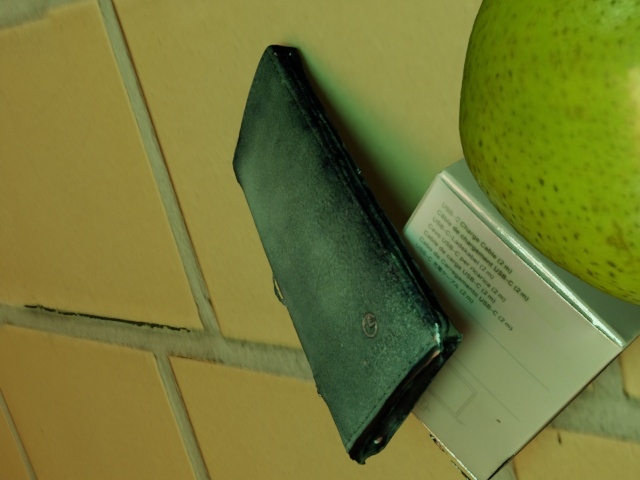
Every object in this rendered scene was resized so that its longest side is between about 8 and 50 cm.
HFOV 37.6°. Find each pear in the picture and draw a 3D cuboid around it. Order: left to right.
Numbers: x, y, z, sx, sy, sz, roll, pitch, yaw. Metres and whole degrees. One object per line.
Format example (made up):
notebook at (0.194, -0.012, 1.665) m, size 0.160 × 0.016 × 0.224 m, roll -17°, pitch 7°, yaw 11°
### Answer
pear at (0.223, -0.095, 0.546) m, size 0.294 × 0.294 × 0.294 m, roll 24°, pitch 128°, yaw 34°

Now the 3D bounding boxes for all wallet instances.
wallet at (0.000, 0.000, 0.889) m, size 0.379 × 0.046 × 0.190 m, roll 64°, pitch 145°, yaw 35°

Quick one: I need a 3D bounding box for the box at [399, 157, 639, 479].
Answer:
box at (0.150, 0.071, 0.847) m, size 0.203 × 0.106 × 0.251 m, roll 46°, pitch 139°, yaw 18°
